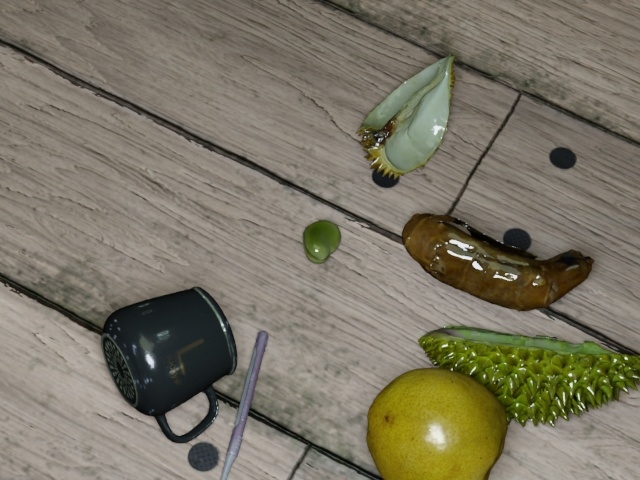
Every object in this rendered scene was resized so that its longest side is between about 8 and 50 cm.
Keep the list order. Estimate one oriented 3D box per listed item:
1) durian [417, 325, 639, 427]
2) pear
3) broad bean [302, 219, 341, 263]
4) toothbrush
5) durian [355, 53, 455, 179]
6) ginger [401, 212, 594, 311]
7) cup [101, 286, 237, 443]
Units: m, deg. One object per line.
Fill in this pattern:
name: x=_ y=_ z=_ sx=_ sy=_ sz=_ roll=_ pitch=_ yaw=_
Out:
durian: x=0.331 y=0.185 z=1.988 sx=0.355 sy=0.157 sz=0.169 roll=6 pitch=41 yaw=-1
pear: x=0.163 y=0.279 z=1.878 sx=0.209 sy=0.209 sz=0.209 roll=2 pitch=57 yaw=-3
broad bean: x=0.000 y=0.000 z=2.140 sx=0.063 sy=0.045 sz=0.083 roll=19 pitch=50 yaw=6
toothbrush: x=-0.119 y=0.293 z=1.953 sx=0.029 sy=0.024 sz=0.354 roll=14 pitch=57 yaw=-2
durian: x=0.145 y=-0.215 z=2.234 sx=0.252 sy=0.139 sz=0.144 roll=-38 pitch=63 yaw=-24
ginger: x=0.273 y=0.039 z=2.105 sx=0.309 sy=0.107 sz=0.133 roll=22 pitch=35 yaw=10
cup: x=-0.216 y=0.186 z=1.950 sx=0.176 sy=0.169 sz=0.223 roll=-25 pitch=97 yaw=-27
